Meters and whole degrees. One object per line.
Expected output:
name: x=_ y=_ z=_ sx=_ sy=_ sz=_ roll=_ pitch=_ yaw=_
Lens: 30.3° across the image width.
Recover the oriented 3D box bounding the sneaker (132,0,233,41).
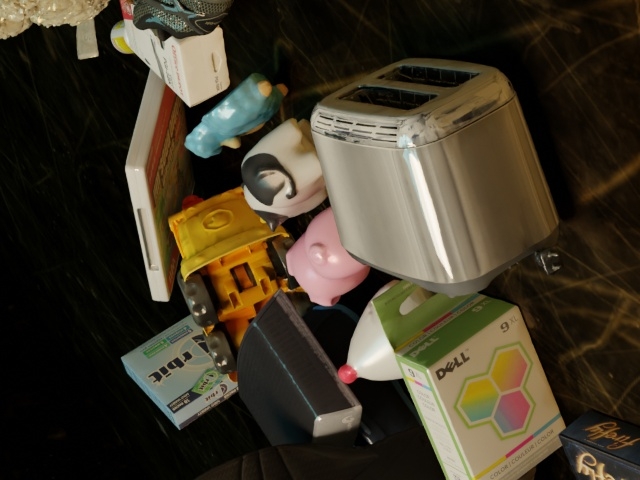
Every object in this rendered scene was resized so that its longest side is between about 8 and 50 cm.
sneaker: x=-0.176 y=-0.291 z=1.202 sx=0.227 sy=0.087 sz=0.130 roll=48 pitch=137 yaw=13

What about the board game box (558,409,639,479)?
board game box: x=0.309 y=0.241 z=0.953 sx=0.243 sy=0.042 sz=0.165 roll=12 pitch=131 yaw=63

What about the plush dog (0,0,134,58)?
plush dog: x=-0.311 y=-0.307 z=1.230 sx=0.211 sy=0.262 sz=0.225 roll=35 pitch=-165 yaw=22

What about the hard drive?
hard drive: x=-0.031 y=0.173 z=1.300 sx=0.172 sy=0.054 sz=0.254 roll=55 pitch=159 yaw=19

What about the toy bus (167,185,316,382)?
toy bus: x=-0.111 y=0.039 z=1.504 sx=0.211 sy=0.149 sz=0.220 roll=55 pitch=167 yaw=47

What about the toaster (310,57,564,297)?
toaster: x=0.087 y=-0.053 z=0.918 sx=0.227 sy=0.129 sz=0.146 roll=23 pitch=138 yaw=59

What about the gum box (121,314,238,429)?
gum box: x=-0.216 y=0.209 z=1.946 sx=0.184 sy=0.157 sz=0.041 roll=37 pitch=151 yaw=45

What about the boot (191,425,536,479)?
boot: x=0.043 y=0.339 z=1.229 sx=0.138 sy=0.378 sz=0.284 roll=-110 pitch=8 yaw=-54

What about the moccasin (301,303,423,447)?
moccasin: x=0.057 y=0.242 z=1.424 sx=0.342 sy=0.117 sz=0.138 roll=57 pitch=160 yaw=3

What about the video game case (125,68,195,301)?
video game case: x=-0.197 y=-0.082 z=1.485 sx=0.285 sy=0.025 sz=0.204 roll=91 pitch=-175 yaw=-56

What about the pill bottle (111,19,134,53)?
pill bottle: x=-0.228 y=-0.255 z=1.466 sx=0.083 sy=0.043 sz=0.043 roll=13 pitch=132 yaw=63

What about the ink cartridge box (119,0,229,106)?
ink cartridge box: x=-0.168 y=-0.231 z=1.342 sx=0.135 sy=0.056 sz=0.099 roll=45 pitch=155 yaw=33

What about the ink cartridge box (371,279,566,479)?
ink cartridge box: x=0.139 y=0.121 z=1.075 sx=0.062 sy=0.109 sz=0.209 roll=17 pitch=134 yaw=60

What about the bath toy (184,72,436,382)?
bath toy: x=0.000 y=0.000 z=1.195 sx=0.348 sy=0.129 sz=0.151 roll=54 pitch=-167 yaw=12
